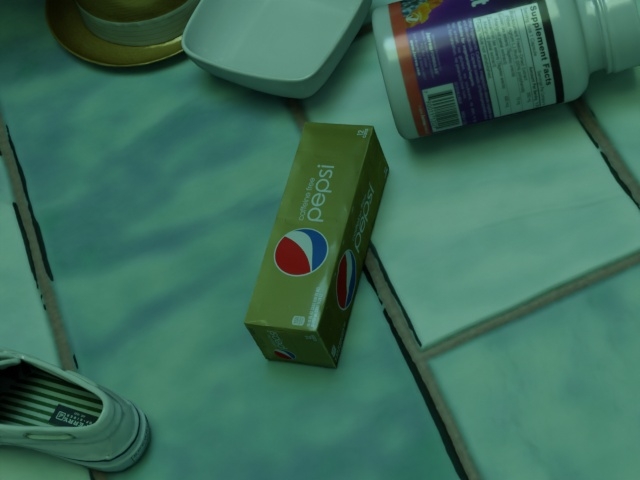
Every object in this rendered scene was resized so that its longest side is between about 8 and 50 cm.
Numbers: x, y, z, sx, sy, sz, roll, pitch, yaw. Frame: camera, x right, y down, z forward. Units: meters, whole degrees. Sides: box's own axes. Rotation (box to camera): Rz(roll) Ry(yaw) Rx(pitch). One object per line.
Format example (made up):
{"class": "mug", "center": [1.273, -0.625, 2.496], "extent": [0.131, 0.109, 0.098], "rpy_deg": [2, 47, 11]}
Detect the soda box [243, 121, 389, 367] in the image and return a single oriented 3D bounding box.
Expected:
{"class": "soda box", "center": [0.000, 0.000, 0.953], "extent": [0.058, 0.061, 0.181], "rpy_deg": [5, 60, 19]}

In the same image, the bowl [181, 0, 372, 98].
{"class": "bowl", "center": [-0.033, -0.183, 1.082], "extent": [0.142, 0.053, 0.142], "rpy_deg": [20, 66, 25]}

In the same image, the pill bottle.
{"class": "pill bottle", "center": [0.144, -0.151, 0.979], "extent": [0.194, 0.108, 0.108], "rpy_deg": [-13, 56, 7]}

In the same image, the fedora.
{"class": "fedora", "center": [-0.170, -0.245, 1.144], "extent": [0.194, 0.079, 0.194], "rpy_deg": [-7, 58, 11]}

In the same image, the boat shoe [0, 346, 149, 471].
{"class": "boat shoe", "center": [-0.235, 0.110, 0.941], "extent": [0.226, 0.076, 0.083], "rpy_deg": [6, 61, 19]}
